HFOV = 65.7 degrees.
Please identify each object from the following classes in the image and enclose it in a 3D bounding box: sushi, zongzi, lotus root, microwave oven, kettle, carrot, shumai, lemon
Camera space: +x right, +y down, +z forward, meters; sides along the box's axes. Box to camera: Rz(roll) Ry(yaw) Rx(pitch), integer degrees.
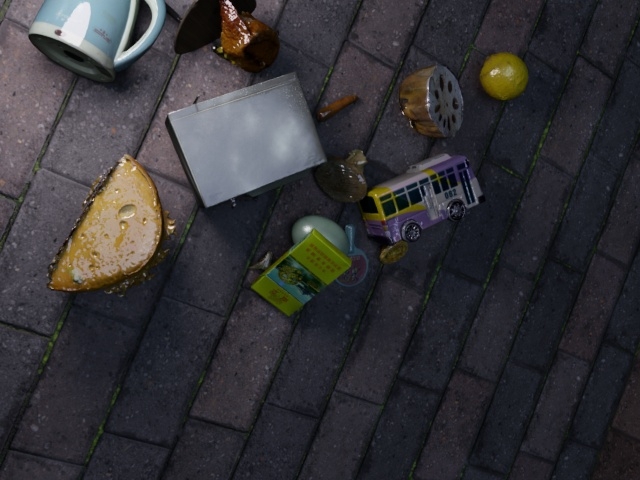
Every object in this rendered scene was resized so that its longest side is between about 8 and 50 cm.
[{"bbox_3d":[-0.244,-0.646,1.614,0.179,0.296,0.167,33,105,16],"label":"sushi"},{"bbox_3d":[-0.215,0.071,1.802,0.083,0.040,0.076,9,85,-2],"label":"zongzi"},{"bbox_3d":[0.405,-0.511,1.874,0.272,0.191,0.273,2,88,-53],"label":"lotus root"},{"bbox_3d":[-0.246,-0.318,1.647,0.431,0.236,0.375,-23,101,-16],"label":"microwave oven"},{"bbox_3d":[-0.635,-0.671,1.479,0.319,0.247,0.343,22,81,-8],"label":"kettle"},{"bbox_3d":[0.065,-0.498,1.844,0.191,0.047,0.047,-35,105,-19],"label":"carrot"},{"bbox_3d":[0.095,-0.243,1.834,0.153,0.209,0.162,-52,153,-41],"label":"shumai"},{"bbox_3d":[0.736,-0.656,1.991,0.181,0.180,0.193,-51,141,-9],"label":"lemon"}]

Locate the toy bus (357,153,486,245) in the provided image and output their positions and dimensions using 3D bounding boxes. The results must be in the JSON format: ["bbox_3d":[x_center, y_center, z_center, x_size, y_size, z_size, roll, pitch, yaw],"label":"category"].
[{"bbox_3d":[0.379,-0.165,1.892,0.439,0.209,0.250,-23,101,-15],"label":"toy bus"}]

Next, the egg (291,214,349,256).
[{"bbox_3d":[0.000,0.000,1.795,0.230,0.168,0.168,32,84,-14],"label":"egg"}]

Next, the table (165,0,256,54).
[{"bbox_3d":[-0.417,-0.792,1.569,0.317,0.317,0.249,-35,91,-13],"label":"table"}]

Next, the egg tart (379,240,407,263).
[{"bbox_3d":[0.283,0.040,1.949,0.128,0.049,0.129,-19,140,-17],"label":"egg tart"}]

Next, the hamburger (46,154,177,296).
[{"bbox_3d":[-0.609,-0.008,1.531,0.286,0.268,0.446,31,80,-17],"label":"hamburger"}]

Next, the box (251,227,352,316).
[{"bbox_3d":[-0.071,0.120,1.750,0.187,0.047,0.335,40,118,-18],"label":"box"}]

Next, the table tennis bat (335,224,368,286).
[{"bbox_3d":[0.113,0.059,1.913,0.152,0.040,0.245,-3,100,-18],"label":"table tennis bat"}]
